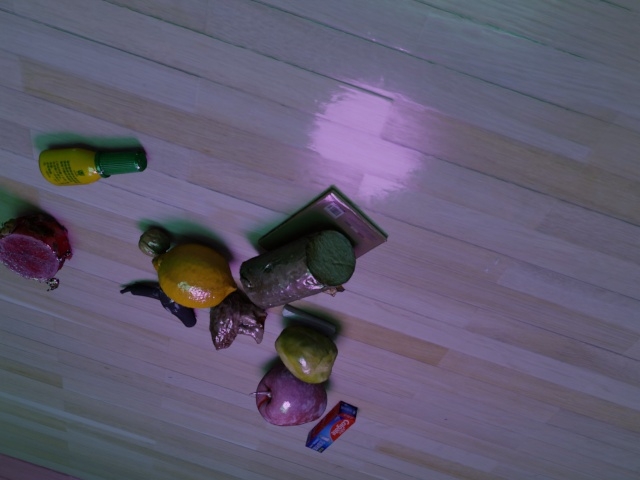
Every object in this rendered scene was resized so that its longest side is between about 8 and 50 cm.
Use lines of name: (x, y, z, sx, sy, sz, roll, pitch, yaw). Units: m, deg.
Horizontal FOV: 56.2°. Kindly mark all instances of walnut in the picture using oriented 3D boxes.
walnut: (-0.490, 0.008, 1.769, 0.092, 0.092, 0.092, 8, 134, 8)

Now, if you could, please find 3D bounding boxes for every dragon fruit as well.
dragon fruit: (-0.883, 0.018, 1.863, 0.211, 0.147, 0.282, -8, 134, 11)

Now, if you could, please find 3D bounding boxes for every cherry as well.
cherry: (-0.111, 0.535, 2.077, 0.286, 0.212, 0.236, 13, 161, -23)

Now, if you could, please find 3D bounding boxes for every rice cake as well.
rice cake: (-0.037, 0.257, 1.910, 0.180, 0.030, 0.042, 23, 130, -7)

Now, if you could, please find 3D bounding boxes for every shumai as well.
shumai: (-0.264, 0.258, 1.914, 0.176, 0.166, 0.205, 4, 139, -20)

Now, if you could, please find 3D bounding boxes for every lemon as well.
lemon: (-0.367, 0.101, 1.748, 0.257, 0.188, 0.188, 21, 135, -5)

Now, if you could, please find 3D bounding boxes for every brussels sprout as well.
brussels sprout: (-0.050, 0.355, 1.890, 0.223, 0.161, 0.223, 23, 161, 8)

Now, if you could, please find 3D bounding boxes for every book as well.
book: (0.000, 0.000, 1.662, 0.217, 0.021, 0.310, 40, 131, -22)

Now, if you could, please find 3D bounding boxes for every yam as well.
yam: (-0.068, 0.082, 1.637, 0.305, 0.168, 0.168, -21, 124, 33)

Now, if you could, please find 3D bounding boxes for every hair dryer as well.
hair dryer: (-0.543, 0.190, 1.984, 0.272, 0.091, 0.235, 14, 147, 20)

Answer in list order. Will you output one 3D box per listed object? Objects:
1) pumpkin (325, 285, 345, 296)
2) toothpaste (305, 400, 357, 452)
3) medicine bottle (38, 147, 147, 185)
pumpkin: (0.014, 0.135, 1.769, 0.101, 0.035, 0.073, 16, 155, -18)
toothpaste: (0.039, 0.724, 2.314, 0.077, 0.066, 0.320, 25, 135, -8)
medicine bottle: (-0.609, -0.201, 1.605, 0.309, 0.076, 0.111, -1, 135, 17)
